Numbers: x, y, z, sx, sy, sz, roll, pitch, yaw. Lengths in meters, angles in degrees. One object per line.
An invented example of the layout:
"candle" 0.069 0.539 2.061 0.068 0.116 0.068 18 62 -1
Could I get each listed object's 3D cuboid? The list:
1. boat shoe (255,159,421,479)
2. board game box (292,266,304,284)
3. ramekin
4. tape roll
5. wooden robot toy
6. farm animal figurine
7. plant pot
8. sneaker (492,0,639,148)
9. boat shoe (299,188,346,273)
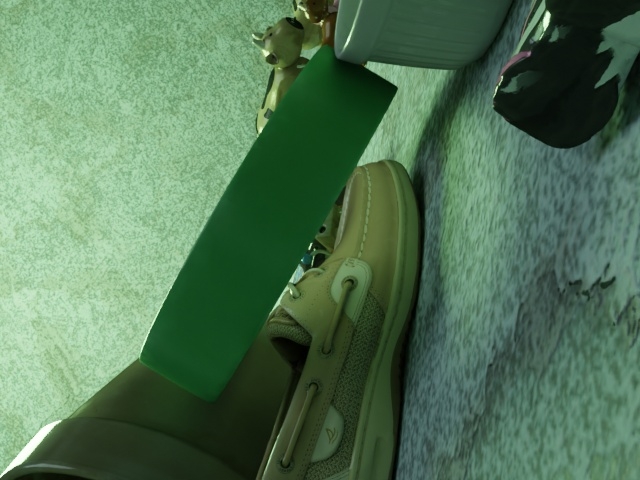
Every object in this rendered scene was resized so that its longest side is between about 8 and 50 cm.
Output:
"boat shoe" 0.012 0.071 0.794 0.121 0.110 0.341 114 167 -59
"board game box" -0.025 0.079 1.434 0.145 0.027 0.281 -87 12 -48
"ramekin" 0.088 -0.230 0.725 0.207 0.109 0.207 -168 90 -83
"tape roll" -0.045 -0.014 0.829 0.321 0.077 0.321 -59 3 4
"wooden robot toy" 0.032 0.001 1.052 0.079 0.076 0.173 47 -134 -54
"farm animal figurine" -0.035 -0.285 1.538 0.330 0.172 0.326 -99 22 -71
"plant pot" -0.123 0.229 0.977 0.323 0.323 0.280 109 -174 -45
"sneaker" 0.126 -0.117 0.399 0.178 0.072 0.077 129 164 -63
"boat shoe" 0.000 0.000 1.168 0.080 0.073 0.223 -85 10 -45
